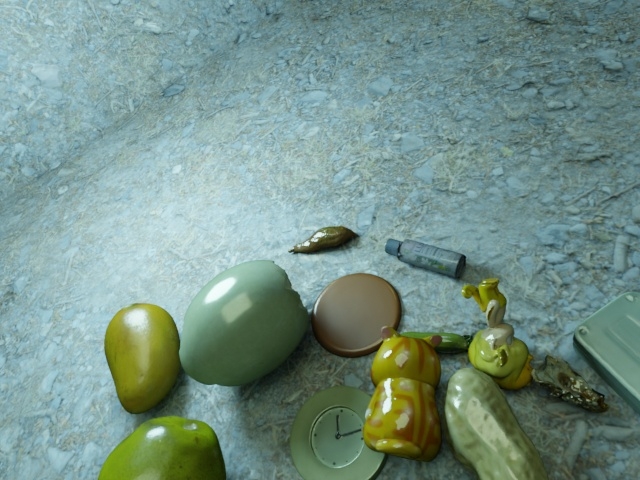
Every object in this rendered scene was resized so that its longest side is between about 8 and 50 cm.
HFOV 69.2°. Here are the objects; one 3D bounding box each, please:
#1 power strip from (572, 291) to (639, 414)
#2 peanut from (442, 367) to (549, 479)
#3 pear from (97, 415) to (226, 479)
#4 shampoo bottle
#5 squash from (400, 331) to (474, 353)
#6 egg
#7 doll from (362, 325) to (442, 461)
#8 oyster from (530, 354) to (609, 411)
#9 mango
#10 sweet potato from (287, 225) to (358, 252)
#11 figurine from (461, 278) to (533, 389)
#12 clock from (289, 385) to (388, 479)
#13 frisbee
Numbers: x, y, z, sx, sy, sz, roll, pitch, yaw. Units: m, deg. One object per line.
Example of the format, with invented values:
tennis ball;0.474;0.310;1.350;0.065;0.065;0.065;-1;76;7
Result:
power strip;0.678;0.195;0.907;0.261;0.141;0.229;-34;50;-1
peanut;0.332;0.398;0.890;0.152;0.152;0.313;-27;53;2
pear;-0.343;0.535;0.998;0.294;0.294;0.294;-12;51;15
shampoo bottle;0.275;0.041;1.239;0.214;0.072;0.072;17;63;33
squash;0.271;0.243;1.101;0.183;0.052;0.052;0;55;19
egg;-0.201;0.215;1.172;0.336;0.278;0.278;-34;49;-8
doll;0.178;0.334;0.985;0.166;0.162;0.270;17;50;-13
oyster;0.508;0.301;0.944;0.148;0.051;0.103;33;36;30
mango;-0.493;0.317;1.293;0.211;0.173;0.317;-25;55;4
sweet potato;-0.001;-0.004;1.395;0.226;0.068;0.068;-15;50;13
figurine;0.376;0.207;0.994;0.131;0.156;0.246;-10;90;31
clock;0.042;0.448;1.056;0.235;0.029;0.235;-13;49;15
frisbee;0.091;0.191;1.236;0.251;0.021;0.251;-11;50;14
